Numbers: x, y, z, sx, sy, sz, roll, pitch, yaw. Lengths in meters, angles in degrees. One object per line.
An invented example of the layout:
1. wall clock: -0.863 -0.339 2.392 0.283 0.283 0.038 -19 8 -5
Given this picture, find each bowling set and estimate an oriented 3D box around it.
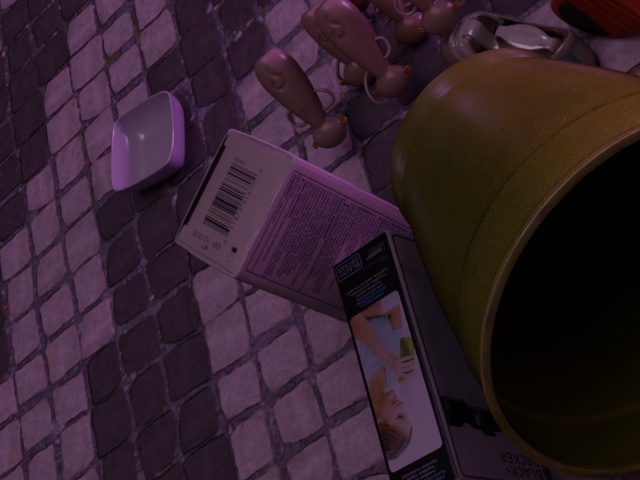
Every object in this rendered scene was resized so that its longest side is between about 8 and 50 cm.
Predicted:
1. bowling set: 0.071 -0.272 1.640 0.287 0.154 0.200 -35 13 32

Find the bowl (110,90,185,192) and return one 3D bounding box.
1. bowl: -0.258 -0.146 1.938 0.142 0.053 0.142 -25 57 36

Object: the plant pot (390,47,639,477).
1. plant pot: 0.242 -0.024 1.230 0.366 0.366 0.353 -55 34 12

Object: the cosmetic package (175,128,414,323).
1. cosmetic package: 0.000 0.000 1.456 0.129 0.296 0.153 27 91 47

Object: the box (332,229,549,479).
1. box: 0.129 0.147 1.350 0.087 0.169 0.290 -34 55 32

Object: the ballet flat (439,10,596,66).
1. ballet flat: 0.218 -0.237 1.501 0.248 0.086 0.086 22 89 47

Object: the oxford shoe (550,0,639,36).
1. oxford shoe: 0.372 -0.315 1.296 0.363 0.130 0.133 -3 62 64
